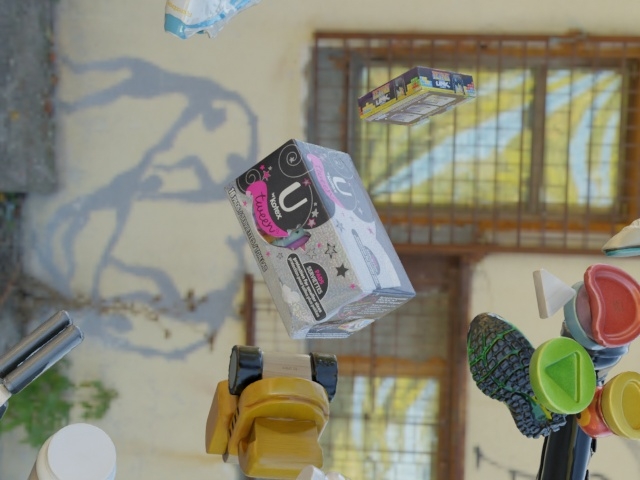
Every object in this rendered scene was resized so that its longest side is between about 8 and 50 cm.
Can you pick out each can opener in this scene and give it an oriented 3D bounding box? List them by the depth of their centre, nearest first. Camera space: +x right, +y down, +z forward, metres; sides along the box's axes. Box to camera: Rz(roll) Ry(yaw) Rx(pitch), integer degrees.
[{"bbox_3d":[-0.534,0.234,1.962,0.074,0.280,0.093,45,-8,22],"label":"can opener"}]

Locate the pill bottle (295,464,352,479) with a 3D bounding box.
[{"bbox_3d":[0.025,0.318,1.356,0.065,0.116,0.065,-51,-164,20],"label":"pill bottle"}]

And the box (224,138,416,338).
[{"bbox_3d":[0.000,0.000,1.603,0.163,0.142,0.247,8,52,-58],"label":"box"}]

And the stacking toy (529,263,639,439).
[{"bbox_3d":[0.452,0.199,2.005,0.130,0.279,0.309,-27,-124,56],"label":"stacking toy"}]

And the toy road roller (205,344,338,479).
[{"bbox_3d":[-0.091,0.361,2.095,0.329,0.202,0.241,111,-19,-45],"label":"toy road roller"}]

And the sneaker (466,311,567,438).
[{"bbox_3d":[0.374,0.257,2.266,0.343,0.134,0.146,56,6,-39],"label":"sneaker"}]

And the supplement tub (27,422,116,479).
[{"bbox_3d":[-0.455,0.431,2.061,0.200,0.144,0.144,123,-22,-50],"label":"supplement tub"}]

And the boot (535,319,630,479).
[{"bbox_3d":[0.543,0.392,2.425,0.367,0.146,0.445,-15,119,-74],"label":"boot"}]

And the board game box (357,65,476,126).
[{"bbox_3d":[0.176,-0.263,2.075,0.170,0.141,0.048,-22,-109,48],"label":"board game box"}]

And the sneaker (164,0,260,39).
[{"bbox_3d":[-0.159,-0.353,1.659,0.228,0.087,0.092,-31,147,-60],"label":"sneaker"}]

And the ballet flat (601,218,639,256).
[{"bbox_3d":[0.638,-0.007,2.144,0.086,0.248,0.086,-177,-90,-66],"label":"ballet flat"}]
